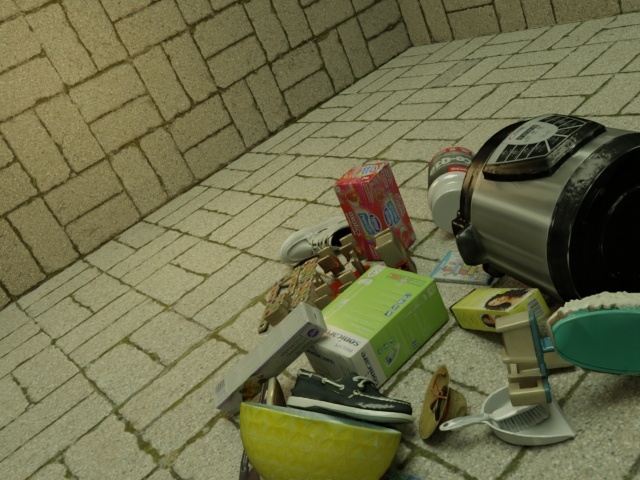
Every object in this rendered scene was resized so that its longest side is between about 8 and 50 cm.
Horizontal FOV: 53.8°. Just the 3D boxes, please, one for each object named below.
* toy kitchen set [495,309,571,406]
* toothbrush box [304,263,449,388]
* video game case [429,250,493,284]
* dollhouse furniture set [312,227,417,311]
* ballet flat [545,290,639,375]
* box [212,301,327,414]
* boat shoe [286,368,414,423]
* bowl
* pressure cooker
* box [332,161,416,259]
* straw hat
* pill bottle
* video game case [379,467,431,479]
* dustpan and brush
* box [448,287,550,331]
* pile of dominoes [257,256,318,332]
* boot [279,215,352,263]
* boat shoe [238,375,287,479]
[{"bbox_3d":[0.383,0.178,1.118,0.122,0.166,0.207,-11,11,16],"label":"toy kitchen set"},{"bbox_3d":[0.119,0.194,1.442,0.283,0.122,0.206,-38,27,-27],"label":"toothbrush box"},{"bbox_3d":[0.372,0.067,1.589,0.166,0.015,0.119,1,36,44],"label":"video game case"},{"bbox_3d":[0.113,0.093,1.686,0.259,0.135,0.262,-30,23,16],"label":"dollhouse furniture set"},{"bbox_3d":[0.574,0.148,1.053,0.408,0.147,0.147,2,29,5],"label":"ballet flat"},{"bbox_3d":[-0.119,0.269,1.413,0.324,0.063,0.067,-45,38,19],"label":"box"},{"bbox_3d":[0.055,0.308,1.266,0.302,0.114,0.091,-2,64,37],"label":"boat shoe"},{"bbox_3d":[-0.012,0.385,1.102,0.289,0.289,0.156,-1,72,40],"label":"bowl"},{"bbox_3d":[0.502,-0.067,1.332,0.369,0.376,0.420,10,12,-25],"label":"pressure cooker"},{"bbox_3d":[0.156,-0.080,1.783,0.128,0.257,0.122,-2,32,40],"label":"box"},{"bbox_3d":[0.239,0.309,1.177,0.061,0.145,0.144,21,31,-3],"label":"straw hat"},{"bbox_3d":[0.390,-0.149,1.821,0.161,0.161,0.283,-16,26,18],"label":"pill bottle"},{"bbox_3d":[0.128,0.457,1.045,0.143,0.019,0.157,0,35,42],"label":"video game case"},{"bbox_3d":[0.316,0.311,1.108,0.211,0.060,0.147,-22,25,5],"label":"dustpan and brush"},{"bbox_3d":[0.364,0.143,1.309,0.087,0.058,0.232,-32,5,-18],"label":"box"},{"bbox_3d":[-0.098,0.137,1.769,0.196,0.040,0.251,-37,19,25],"label":"pile of dominoes"},{"bbox_3d":[0.000,0.000,1.955,0.258,0.095,0.123,-30,19,-14],"label":"boot"},{"bbox_3d":[-0.121,0.395,1.295,0.092,0.103,0.285,-16,32,7],"label":"boat shoe"}]
